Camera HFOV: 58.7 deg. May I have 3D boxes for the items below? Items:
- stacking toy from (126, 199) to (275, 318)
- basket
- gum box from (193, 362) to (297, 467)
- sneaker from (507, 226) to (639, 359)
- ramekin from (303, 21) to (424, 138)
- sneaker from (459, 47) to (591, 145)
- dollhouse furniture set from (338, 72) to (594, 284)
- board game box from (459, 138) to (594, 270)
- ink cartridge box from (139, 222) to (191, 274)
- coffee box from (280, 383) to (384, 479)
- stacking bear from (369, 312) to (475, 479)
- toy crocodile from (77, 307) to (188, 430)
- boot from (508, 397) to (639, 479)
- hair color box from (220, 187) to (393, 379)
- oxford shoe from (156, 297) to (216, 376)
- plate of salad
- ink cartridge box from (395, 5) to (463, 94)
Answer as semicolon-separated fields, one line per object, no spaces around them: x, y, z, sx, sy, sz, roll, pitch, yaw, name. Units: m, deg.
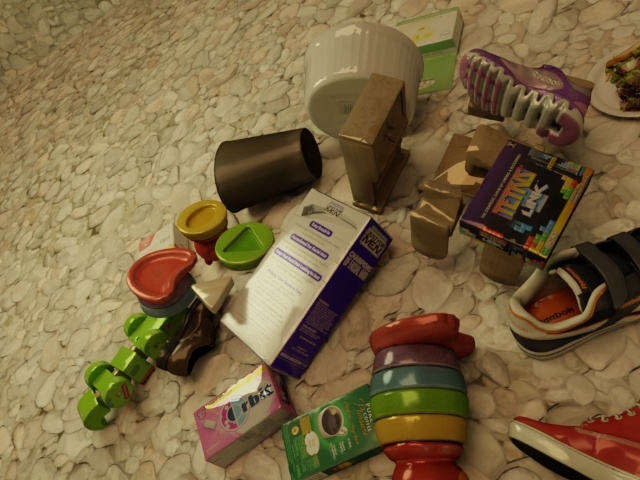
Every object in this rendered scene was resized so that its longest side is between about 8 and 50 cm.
-0.247;0.069;1.274;0.279;0.131;0.309;16;50;29;stacking toy
-0.123;-0.183;1.395;0.226;0.154;0.205;-12;53;22;basket
-0.141;0.329;1.085;0.188;0.062;0.107;-36;46;6;gum box
0.432;0.062;0.860;0.321;0.127;0.126;-34;44;5;sneaker
0.092;-0.341;1.286;0.277;0.277;0.135;-9;61;29;ramekin
0.348;-0.258;0.957;0.236;0.095;0.104;36;71;18;sneaker
0.258;-0.133;1.104;0.393;0.256;0.362;21;70;19;dollhouse furniture set
0.317;-0.060;0.883;0.141;0.048;0.170;27;72;23;board game box
-0.396;0.064;1.447;0.115;0.067;0.198;-29;45;13;ink cartridge box
0.024;0.338;0.984;0.184;0.040;0.113;-30;47;12;coffee box
0.158;0.281;0.866;0.164;0.175;0.289;-13;59;23;stacking bear
-0.424;0.275;1.298;0.115;0.105;0.341;19;66;41;toy crocodile
0.396;0.248;0.776;0.244;0.088;0.176;14;66;31;boot
-0.029;0.081;1.145;0.185;0.110;0.339;31;85;43;hair color box
-0.261;0.200;1.264;0.096;0.083;0.227;21;64;14;oxford shoe
0.606;-0.315;1.074;0.199;0.048;0.200;-17;50;22;plate of salad
0.254;-0.466;1.417;0.171;0.056;0.235;-3;55;31;ink cartridge box
